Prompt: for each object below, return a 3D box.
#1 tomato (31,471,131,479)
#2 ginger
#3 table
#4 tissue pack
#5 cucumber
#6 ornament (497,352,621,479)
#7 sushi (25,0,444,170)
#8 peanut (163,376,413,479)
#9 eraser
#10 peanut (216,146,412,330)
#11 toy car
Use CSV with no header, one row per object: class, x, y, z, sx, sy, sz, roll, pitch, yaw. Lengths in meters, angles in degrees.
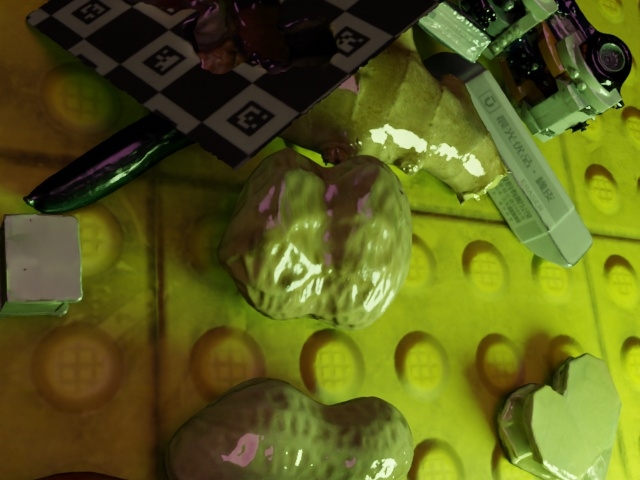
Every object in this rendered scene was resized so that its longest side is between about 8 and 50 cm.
tomato,-0.196,0.263,0.585,0.214,0.180,0.155,19,45,-33
ginger,0.077,-0.180,0.943,0.375,0.166,0.236,18,48,-43
table,-0.254,0.026,0.667,0.062,0.083,0.079,1,73,-30
tissue pack,0.157,-0.309,1.018,0.112,0.051,0.156,28,22,-24
cucumber,-0.167,-0.102,0.761,0.284,0.056,0.056,-31,90,-20
ornament,0.327,0.254,0.964,0.201,0.059,0.180,-19,86,-37
sushi,-0.064,-0.240,0.782,0.343,0.064,0.359,36,68,28
peanut,-0.022,0.200,0.739,0.274,0.111,0.125,11,52,-32
eraser,0.259,-0.118,1.053,0.089,0.061,0.352,-36,94,-36
peanut,0.000,0.000,0.805,0.232,0.110,0.197,5,97,-26
toy car,0.299,-0.288,1.069,0.118,0.193,0.301,-36,93,-21
